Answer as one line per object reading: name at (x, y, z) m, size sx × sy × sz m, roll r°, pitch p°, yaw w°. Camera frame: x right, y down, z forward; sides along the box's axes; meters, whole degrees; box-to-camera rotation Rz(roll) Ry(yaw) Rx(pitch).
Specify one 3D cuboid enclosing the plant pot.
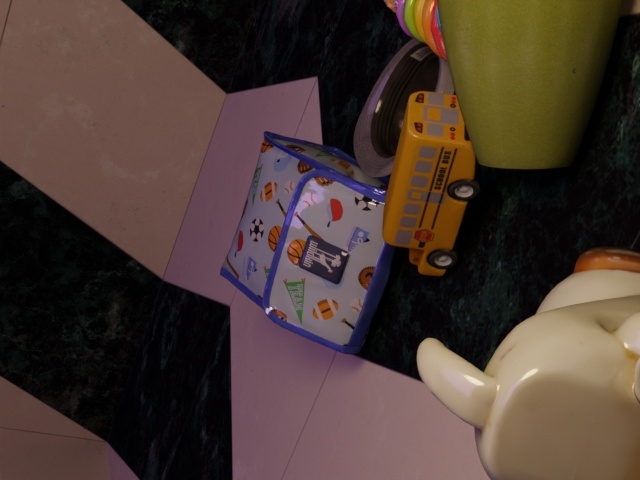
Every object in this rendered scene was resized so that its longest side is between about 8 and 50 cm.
plant pot at (0.297, -0.255, 1.649) m, size 0.275 × 0.274 × 0.294 m, roll -154°, pitch 61°, yaw -68°

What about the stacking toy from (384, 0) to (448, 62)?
stacking toy at (0.191, -0.382, 1.898) m, size 0.166 × 0.175 × 0.302 m, roll -45°, pitch 37°, yaw -11°

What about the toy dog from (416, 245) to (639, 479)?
toy dog at (0.312, 0.167, 1.225) m, size 0.408 × 0.395 × 0.285 m, roll -42°, pitch -43°, yaw -70°

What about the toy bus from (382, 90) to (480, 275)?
toy bus at (0.178, -0.082, 1.856) m, size 0.333 × 0.130 × 0.108 m, roll 100°, pitch 176°, yaw -52°

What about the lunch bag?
lunch bag at (0.000, 0.000, 2.245) m, size 0.385 × 0.238 × 0.328 m, roll 36°, pitch 112°, yaw 49°

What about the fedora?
fedora at (0.185, -0.224, 2.026) m, size 0.275 × 0.124 × 0.244 m, roll -61°, pitch 30°, yaw 19°
